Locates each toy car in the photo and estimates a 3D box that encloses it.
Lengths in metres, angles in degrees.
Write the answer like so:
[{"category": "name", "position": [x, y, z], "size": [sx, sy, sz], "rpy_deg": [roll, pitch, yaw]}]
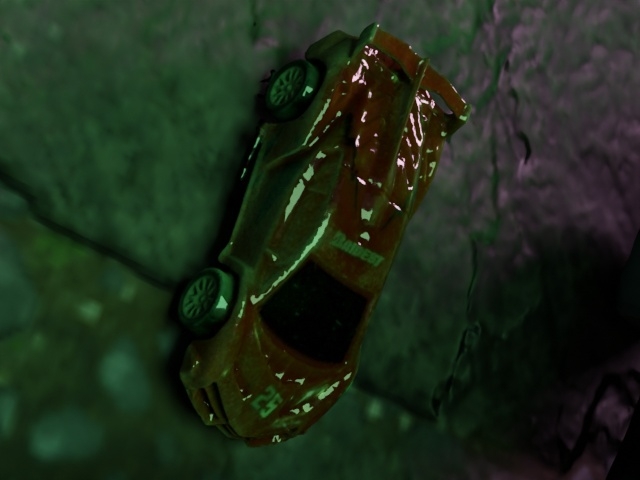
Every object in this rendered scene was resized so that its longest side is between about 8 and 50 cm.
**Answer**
[{"category": "toy car", "position": [0.000, 0.000, 0.382], "size": [0.059, 0.035, 0.122], "rpy_deg": [36, 66, -38]}]

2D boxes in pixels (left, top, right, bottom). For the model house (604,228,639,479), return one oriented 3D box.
[{"category": "model house", "position": [0.206, 0.142, 0.382], "size": [0.297, 0.339, 0.360], "rpy_deg": [31, 80, -48]}]
